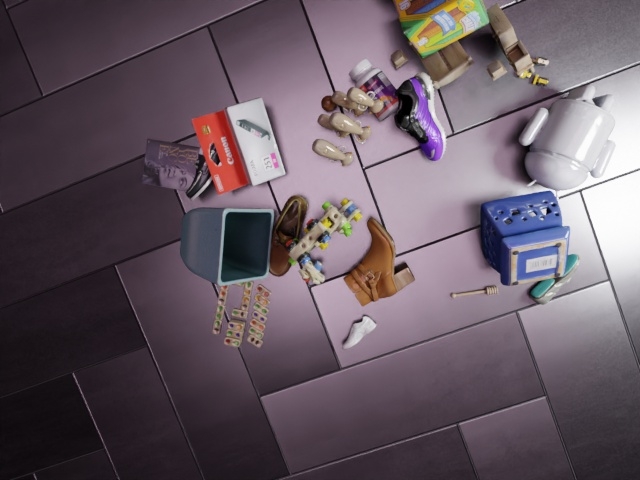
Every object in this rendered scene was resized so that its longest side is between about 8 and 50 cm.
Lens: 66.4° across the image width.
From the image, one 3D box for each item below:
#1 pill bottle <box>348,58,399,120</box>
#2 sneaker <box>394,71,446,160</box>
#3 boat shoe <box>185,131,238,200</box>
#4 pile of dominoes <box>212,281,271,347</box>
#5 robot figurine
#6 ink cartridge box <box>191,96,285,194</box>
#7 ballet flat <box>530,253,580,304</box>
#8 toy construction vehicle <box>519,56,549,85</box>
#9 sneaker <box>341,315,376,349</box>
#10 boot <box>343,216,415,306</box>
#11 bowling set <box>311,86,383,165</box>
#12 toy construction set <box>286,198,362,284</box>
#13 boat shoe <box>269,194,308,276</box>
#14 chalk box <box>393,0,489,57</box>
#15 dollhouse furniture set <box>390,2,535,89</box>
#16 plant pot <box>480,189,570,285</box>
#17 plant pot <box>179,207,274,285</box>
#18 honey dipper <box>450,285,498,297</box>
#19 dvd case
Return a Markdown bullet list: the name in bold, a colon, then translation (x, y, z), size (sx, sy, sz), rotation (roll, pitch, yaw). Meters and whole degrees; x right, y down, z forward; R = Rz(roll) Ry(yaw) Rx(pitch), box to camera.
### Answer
- **pill bottle**: translation (0.185, -0.508, 1.645), size (0.108, 0.108, 0.193), rotation (-38, 92, 8)
- **sneaker**: translation (0.310, -0.382, 1.603), size (0.146, 0.102, 0.293), rotation (-32, 115, -24)
- **boat shoe**: translation (-0.387, -0.277, 1.713), size (0.091, 0.114, 0.302), rotation (38, 87, -21)
- **pile of dominoes**: translation (-0.294, 0.269, 1.810), size (0.196, 0.040, 0.251), rotation (12, 98, 3)
- **robot figurine**: translation (0.792, -0.311, 1.570), size (0.300, 0.200, 0.353), rotation (23, 98, 0)
- **ink cartridge box**: translation (-0.273, -0.316, 1.656), size (0.239, 0.060, 0.275), rotation (-23, 110, -19)
- **ballet flat**: translation (0.820, 0.137, 1.697), size (0.068, 0.072, 0.213), rotation (38, 100, -28)
- **toy construction vehicle**: translation (0.718, -0.568, 1.635), size (0.098, 0.035, 0.085), rotation (15, 109, 5)
- **sneaker**: translation (0.130, 0.337, 1.781), size (0.152, 0.054, 0.061), rotation (-42, 83, 2)
- **boot**: translation (0.175, 0.079, 1.728), size (0.220, 0.109, 0.283), rotation (-29, 101, 11)
- **bowling set**: translation (0.090, -0.419, 1.648), size (0.154, 0.199, 0.287), rotation (19, 132, -26)
- **toy construction set**: translation (0.000, 0.000, 1.681), size (0.151, 0.215, 0.327), rotation (33, 103, 13)
- **boat shoe**: translation (-0.130, -0.013, 1.730), size (0.111, 0.104, 0.307), rotation (15, 98, 3)
- **chalk box**: translation (0.386, -0.722, 1.466), size (0.289, 0.180, 0.179), rotation (-21, 72, 28)
- **dollhouse furniture set**: translation (0.462, -0.568, 1.603), size (0.356, 0.174, 0.303), rotation (-31, 67, 24)
- **plant pot**: translation (0.659, 0.005, 1.568), size (0.236, 0.212, 0.235), rotation (-11, 129, 7)
- **plant pot**: translation (-0.341, -0.002, 1.681), size (0.252, 0.247, 0.247), rotation (11, 99, 33)
- **honey dipper**: translation (0.544, 0.185, 1.736), size (0.161, 0.030, 0.030), rotation (-9, 96, 7)
- **dvd case**: translation (-0.532, -0.270, 1.778), size (0.222, 0.018, 0.164), rotation (10, 97, 3)
